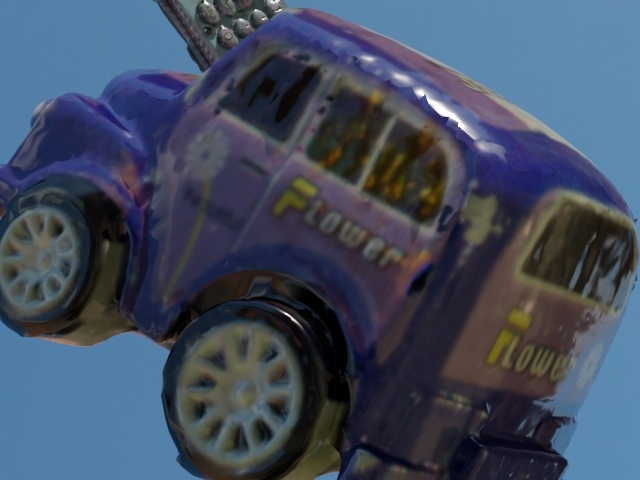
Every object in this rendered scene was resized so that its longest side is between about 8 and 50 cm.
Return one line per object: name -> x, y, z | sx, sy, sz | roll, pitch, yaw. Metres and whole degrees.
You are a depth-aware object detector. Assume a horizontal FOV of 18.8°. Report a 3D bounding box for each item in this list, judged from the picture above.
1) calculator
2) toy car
calculator -> -0.036, -0.092, 0.838 | 0.057, 0.172, 0.018 | -32, -7, -35
toy car -> 0.000, 0.000, 0.718 | 0.172, 0.235, 0.158 | 18, -79, -59
